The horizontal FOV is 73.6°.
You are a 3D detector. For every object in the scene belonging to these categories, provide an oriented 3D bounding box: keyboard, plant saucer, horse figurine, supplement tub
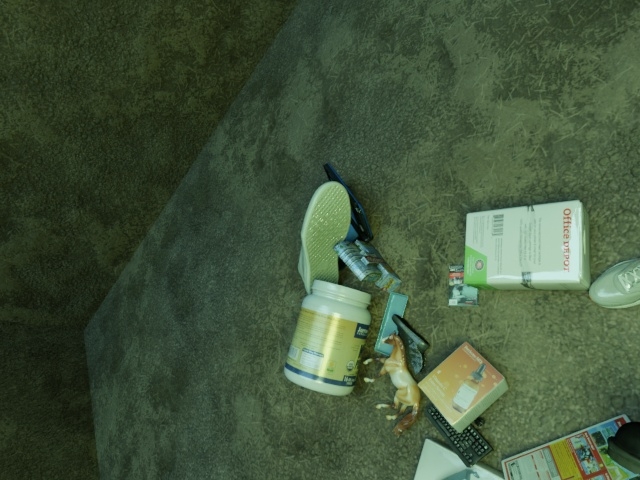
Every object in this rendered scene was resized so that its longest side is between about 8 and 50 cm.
[{"bbox_3d":[0.356,0.469,1.085,0.108,0.023,0.180,-33,36,-8],"label":"keyboard"},{"bbox_3d":[0.224,0.260,1.335,0.067,0.018,0.192,11,82,45],"label":"plant saucer"},{"bbox_3d":[0.215,0.412,1.228,0.174,0.066,0.263,-39,61,32],"label":"horse figurine"},{"bbox_3d":[0.030,0.299,1.350,0.228,0.228,0.316,8,80,45],"label":"supplement tub"}]

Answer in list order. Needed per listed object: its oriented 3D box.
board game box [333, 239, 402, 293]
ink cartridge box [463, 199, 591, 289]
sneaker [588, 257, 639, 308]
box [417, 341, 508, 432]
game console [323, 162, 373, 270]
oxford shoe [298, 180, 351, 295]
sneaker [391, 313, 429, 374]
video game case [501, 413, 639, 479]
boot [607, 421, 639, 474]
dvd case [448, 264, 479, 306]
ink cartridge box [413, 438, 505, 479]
[{"bbox_3d":[0.162,0.082,1.374,0.060,0.194,0.194,-51,61,17],"label":"board game box"},{"bbox_3d":[0.519,0.022,1.083,0.273,0.115,0.198,-5,71,42],"label":"ink cartridge box"},{"bbox_3d":[0.695,0.059,0.897,0.262,0.121,0.099,-33,53,30],"label":"sneaker"},{"bbox_3d":[0.358,0.368,1.077,0.170,0.091,0.130,-42,46,-2],"label":"box"},{"bbox_3d":[0.046,-0.085,1.542,0.173,0.250,0.293,-30,50,-2],"label":"game console"},{"bbox_3d":[0.000,0.000,1.452,0.130,0.169,0.449,-121,30,-51],"label":"oxford shoe"},{"bbox_3d":[0.253,0.303,1.261,0.170,0.051,0.089,43,104,32],"label":"sneaker"},{"bbox_3d":[0.513,0.476,0.853,0.285,0.204,0.025,-35,97,21],"label":"video game case"},{"bbox_3d":[0.631,0.243,0.637,0.348,0.131,0.260,-2,81,30],"label":"boot"},{"bbox_3d":[0.408,0.128,1.218,0.087,0.013,0.119,-8,67,41],"label":"dvd case"},{"bbox_3d":[0.354,0.664,1.014,0.296,0.066,0.261,10,80,45],"label":"ink cartridge box"}]
